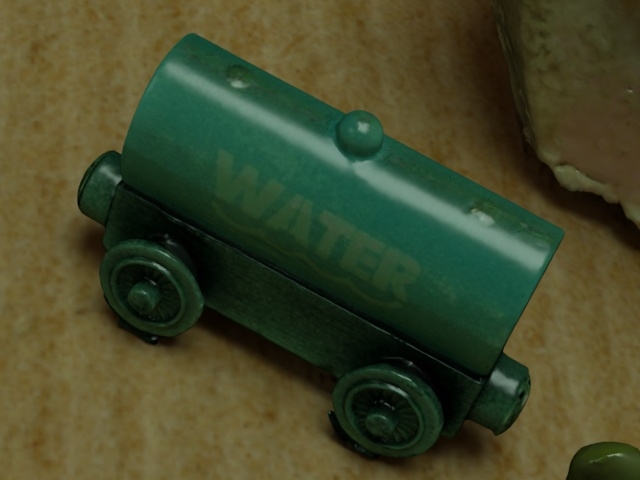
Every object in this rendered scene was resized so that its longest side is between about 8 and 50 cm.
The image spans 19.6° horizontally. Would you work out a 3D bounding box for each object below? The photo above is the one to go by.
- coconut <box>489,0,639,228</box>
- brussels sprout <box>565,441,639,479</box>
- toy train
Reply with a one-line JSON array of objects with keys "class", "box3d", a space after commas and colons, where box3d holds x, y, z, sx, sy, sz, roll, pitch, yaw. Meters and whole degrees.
[{"class": "coconut", "box3d": [0.288, -0.212, 1.047, 0.404, 0.404, 0.404, 10, 47, -11]}, {"class": "brussels sprout", "box3d": [0.047, 0.241, 0.596, 0.276, 0.371, 0.315, -19, 90, -1]}, {"class": "toy train", "box3d": [0.000, 0.000, 0.902, 0.248, 0.159, 0.101, 27, 41, 7]}]
